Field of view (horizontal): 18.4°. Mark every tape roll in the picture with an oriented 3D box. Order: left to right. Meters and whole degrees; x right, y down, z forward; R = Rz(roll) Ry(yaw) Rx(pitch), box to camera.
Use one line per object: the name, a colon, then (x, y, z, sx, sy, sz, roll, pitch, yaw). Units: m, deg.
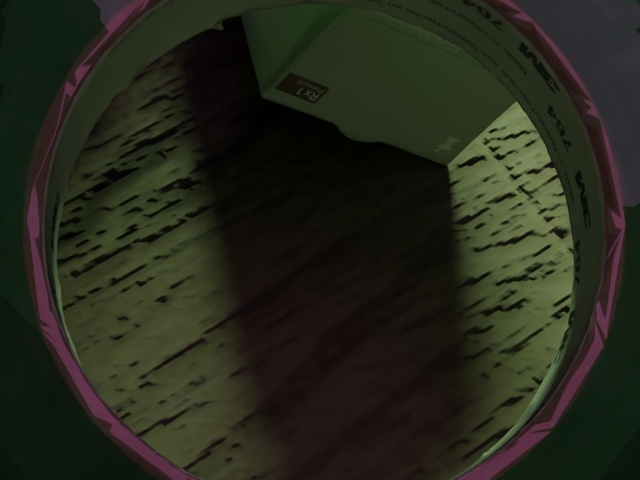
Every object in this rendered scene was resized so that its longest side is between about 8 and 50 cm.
tape roll: (0.000, 0.000, 0.811, 0.321, 0.077, 0.321, 0, 81, -3)

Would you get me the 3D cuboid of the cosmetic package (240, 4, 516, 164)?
cosmetic package: (0.021, -0.166, 0.999, 0.127, 0.107, 0.238, 16, 41, -38)
